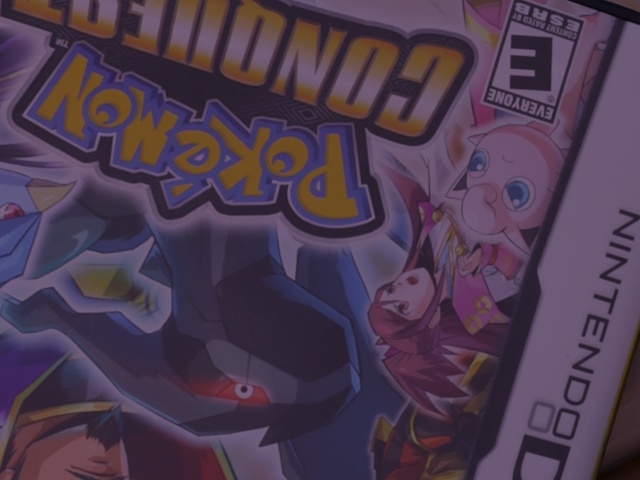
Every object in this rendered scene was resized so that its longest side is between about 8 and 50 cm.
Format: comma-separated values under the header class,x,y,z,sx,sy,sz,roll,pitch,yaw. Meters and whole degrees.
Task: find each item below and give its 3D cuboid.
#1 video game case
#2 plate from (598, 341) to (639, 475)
class,x,y,z,sx,sy,sz,roll,pitch,yaw
video game case,-0.034,0.016,0.418,0.275,0.248,0.035,17,1,-11
plate,0.000,0.000,0.470,0.277,0.278,0.045,-27,12,-9
